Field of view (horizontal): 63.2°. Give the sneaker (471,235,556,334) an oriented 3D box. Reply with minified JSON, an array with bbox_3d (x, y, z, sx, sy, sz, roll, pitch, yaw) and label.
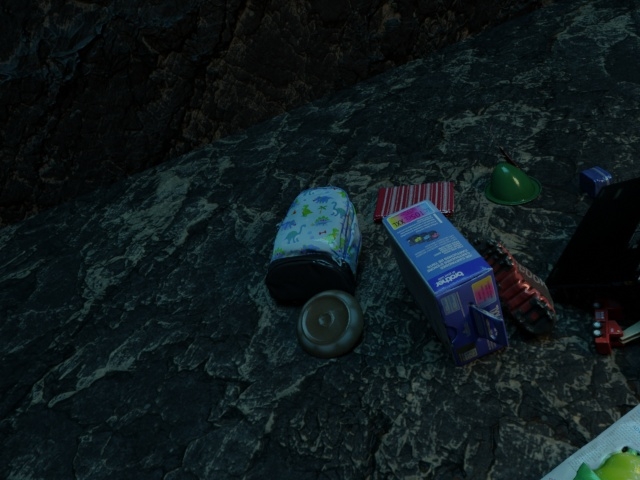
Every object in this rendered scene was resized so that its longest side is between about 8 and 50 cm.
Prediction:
[{"bbox_3d":[0.480,0.101,1.297,0.097,0.276,0.135,-44,-12,29],"label":"sneaker"}]

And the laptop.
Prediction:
[{"bbox_3d":[0.834,0.034,1.230,0.382,0.236,0.408,-49,13,-21],"label":"laptop"}]

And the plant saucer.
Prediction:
[{"bbox_3d":[0.019,0.220,1.419,0.198,0.036,0.198,-10,59,18],"label":"plant saucer"}]

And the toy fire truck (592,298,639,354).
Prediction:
[{"bbox_3d":[0.693,0.209,1.176,0.135,0.047,0.192,-7,37,32],"label":"toy fire truck"}]

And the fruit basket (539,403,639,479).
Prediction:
[{"bbox_3d":[0.568,0.431,0.813,0.353,0.165,0.327,-34,37,-2],"label":"fruit basket"}]

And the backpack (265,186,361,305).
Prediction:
[{"bbox_3d":[0.000,0.000,1.628,0.290,0.273,0.355,-4,28,26],"label":"backpack"}]

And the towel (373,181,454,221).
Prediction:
[{"bbox_3d":[0.327,-0.137,1.823,0.275,0.031,0.199,-4,36,16],"label":"towel"}]

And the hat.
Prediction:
[{"bbox_3d":[0.613,-0.242,1.703,0.173,0.183,0.208,-39,41,-26],"label":"hat"}]

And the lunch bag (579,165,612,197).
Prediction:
[{"bbox_3d":[0.860,-0.186,1.623,0.065,0.067,0.098,-18,35,-1],"label":"lunch bag"}]

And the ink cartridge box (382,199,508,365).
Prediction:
[{"bbox_3d":[0.317,0.115,1.291,0.151,0.270,0.395,-24,36,1],"label":"ink cartridge box"}]
